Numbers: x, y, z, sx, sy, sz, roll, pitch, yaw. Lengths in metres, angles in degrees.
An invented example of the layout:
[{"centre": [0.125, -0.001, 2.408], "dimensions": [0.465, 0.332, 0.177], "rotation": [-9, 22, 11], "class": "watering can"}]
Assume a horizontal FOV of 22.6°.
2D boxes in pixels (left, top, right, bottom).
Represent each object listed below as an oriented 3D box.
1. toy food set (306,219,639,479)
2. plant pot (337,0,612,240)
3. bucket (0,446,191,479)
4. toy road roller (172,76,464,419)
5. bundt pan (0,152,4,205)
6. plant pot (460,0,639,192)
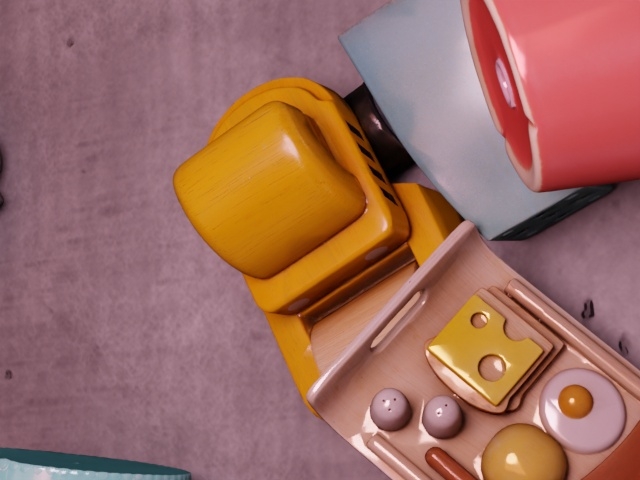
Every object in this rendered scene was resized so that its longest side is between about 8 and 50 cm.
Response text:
[{"centre": [0.172, 0.152, 1.375], "dimensions": [0.306, 0.092, 0.220], "rotation": [40, 79, 14], "class": "toy food set"}, {"centre": [0.165, -0.125, 1.493], "dimensions": [0.166, 0.165, 0.234], "rotation": [-32, 77, 22], "class": "plant pot"}, {"centre": [-0.257, 0.311, 1.609], "dimensions": [0.281, 0.281, 0.183], "rotation": [4, 84, 29], "class": "bucket"}, {"centre": [0.000, 0.000, 1.516], "dimensions": [0.202, 0.240, 0.329], "rotation": [-34, 69, 21], "class": "toy road roller"}, {"centre": [-0.502, -0.059, 1.871], "dimensions": [0.331, 0.124, 0.331], "rotation": [-5, 81, 28], "class": "bundt pan"}, {"centre": [0.256, -0.166, 1.292], "dimensions": [0.243, 0.275, 0.275], "rotation": [-19, 73, -1], "class": "plant pot"}]
